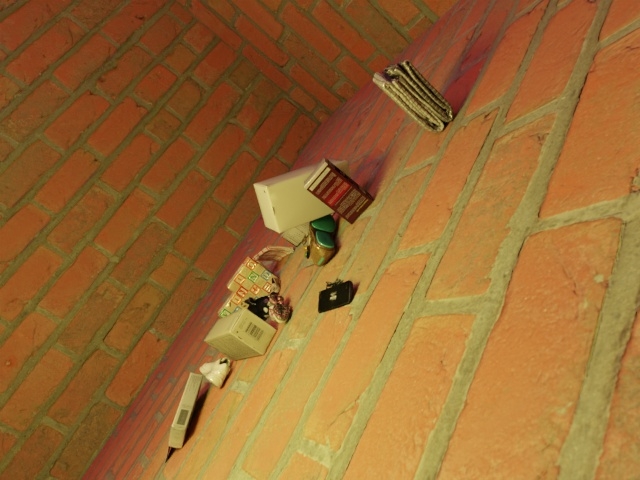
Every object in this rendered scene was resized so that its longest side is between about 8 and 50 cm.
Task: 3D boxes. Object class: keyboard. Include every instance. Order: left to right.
[{"bbox_3d":[0.054,0.168,1.468,0.192,0.038,0.100,-27,52,55],"label":"keyboard"}]

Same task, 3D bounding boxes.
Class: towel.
[{"bbox_3d":[-0.236,0.072,2.320,0.197,0.144,0.029,-34,58,52],"label":"towel"},{"bbox_3d":[0.333,-0.522,1.691,0.121,0.284,0.235,-47,17,15],"label":"towel"}]

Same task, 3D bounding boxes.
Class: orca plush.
[{"bbox_3d":[-0.273,0.262,2.015,0.151,0.102,0.287,-59,20,-11],"label":"orca plush"}]

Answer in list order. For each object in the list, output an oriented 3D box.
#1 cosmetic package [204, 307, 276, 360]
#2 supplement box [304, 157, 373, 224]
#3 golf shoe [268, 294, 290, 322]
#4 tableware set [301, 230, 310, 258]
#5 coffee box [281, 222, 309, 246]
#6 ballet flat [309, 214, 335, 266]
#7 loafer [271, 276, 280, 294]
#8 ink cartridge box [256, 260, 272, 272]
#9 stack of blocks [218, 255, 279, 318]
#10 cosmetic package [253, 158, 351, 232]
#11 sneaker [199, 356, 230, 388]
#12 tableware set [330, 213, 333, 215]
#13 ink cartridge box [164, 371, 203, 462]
[{"bbox_3d":[-0.315,0.370,1.828,0.309,0.160,0.113,-27,29,56],"label":"cosmetic package"},{"bbox_3d":[0.069,-0.186,1.790,0.130,0.239,0.073,-47,17,18],"label":"supplement box"},{"bbox_3d":[-0.156,0.275,1.782,0.186,0.068,0.085,-128,44,-70],"label":"golf shoe"},{"bbox_3d":[-0.035,0.005,1.992,0.024,0.104,0.154,3,32,24],"label":"tableware set"},{"bbox_3d":[-0.072,-0.104,2.255,0.246,0.098,0.141,-47,16,36],"label":"coffee box"},{"bbox_3d":[0.000,0.000,1.876,0.342,0.116,0.124,-96,26,-63],"label":"ballet flat"},{"bbox_3d":[-0.205,0.202,2.100,0.045,0.039,0.125,-49,16,13],"label":"loafer"},{"bbox_3d":[-0.334,0.201,2.355,0.181,0.104,0.062,-56,17,-14],"label":"ink cartridge box"},{"bbox_3d":[-0.351,0.242,2.188,0.297,0.171,0.087,-54,15,-4],"label":"stack of blocks"},{"bbox_3d":[-0.058,-0.188,1.901,0.366,0.196,0.155,-20,21,-22],"label":"cosmetic package"},{"bbox_3d":[-0.420,0.530,1.944,0.115,0.090,0.232,-48,19,-20],"label":"sneaker"},{"bbox_3d":[0.077,-0.170,2.148,0.168,0.020,0.141,-47,16,26],"label":"tableware set"},{"bbox_3d":[-0.552,0.718,1.914,0.275,0.060,0.238,-87,13,-60],"label":"ink cartridge box"}]
